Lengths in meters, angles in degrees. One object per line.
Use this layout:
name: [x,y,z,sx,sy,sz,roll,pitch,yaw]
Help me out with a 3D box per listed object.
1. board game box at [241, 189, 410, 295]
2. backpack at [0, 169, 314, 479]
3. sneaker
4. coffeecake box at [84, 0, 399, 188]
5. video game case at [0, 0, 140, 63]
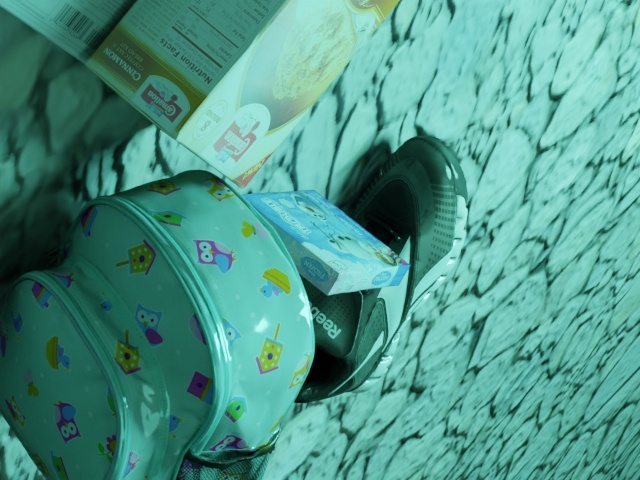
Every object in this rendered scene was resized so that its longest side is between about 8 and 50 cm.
board game box: [0.000,0.000,1.238,0.090,0.090,0.020,-7,130,-57]
backpack: [-0.094,0.060,1.067,0.144,0.166,0.188,-9,142,-43]
sneaker: [0.028,0.032,1.348,0.106,0.078,0.234,-24,147,-49]
coffeecake box: [-0.023,-0.129,1.020,0.185,0.068,0.142,-50,166,1]
video game case: [-0.105,-0.165,0.913,0.143,0.019,0.157,-51,155,3]
